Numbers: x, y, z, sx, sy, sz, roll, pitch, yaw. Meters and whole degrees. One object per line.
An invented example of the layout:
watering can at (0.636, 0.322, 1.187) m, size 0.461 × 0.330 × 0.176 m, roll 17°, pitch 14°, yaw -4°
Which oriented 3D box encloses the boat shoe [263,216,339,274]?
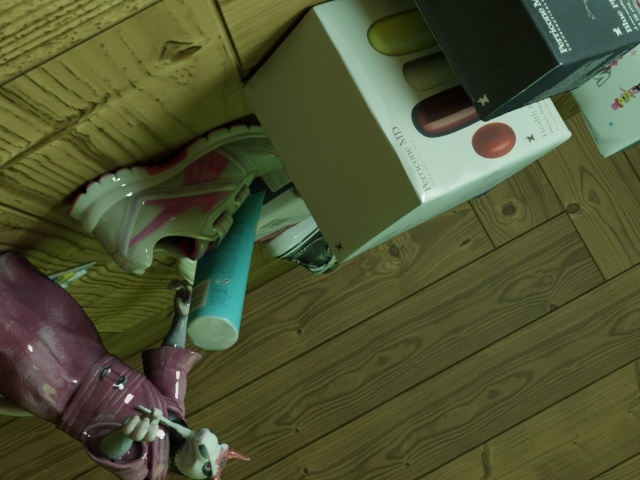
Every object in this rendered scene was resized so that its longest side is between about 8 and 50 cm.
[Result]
boat shoe at (0.000, 0.000, 1.830) m, size 0.121 × 0.119 × 0.335 m, roll -32°, pitch 179°, yaw 18°

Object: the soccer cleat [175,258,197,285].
soccer cleat at (-0.202, 0.070, 1.738) m, size 0.068 × 0.076 × 0.196 m, roll -16°, pitch 156°, yaw -5°

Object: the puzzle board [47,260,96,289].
puzzle board at (-0.377, 0.069, 1.388) m, size 0.128 × 0.011 × 0.096 m, roll -31°, pitch 174°, yaw 34°

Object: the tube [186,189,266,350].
tube at (-0.104, 0.022, 1.085) m, size 0.080 × 0.052 × 0.207 m, roll -11°, pitch -138°, yaw 15°

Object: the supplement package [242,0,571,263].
supplement package at (0.078, -0.120, 0.933) m, size 0.203 × 0.194 × 0.149 m, roll -26°, pitch 173°, yaw -35°

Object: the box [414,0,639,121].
box at (0.170, -0.200, 0.844) m, size 0.158 × 0.156 × 0.093 m, roll -23°, pitch 172°, yaw -43°

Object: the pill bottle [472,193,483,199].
pill bottle at (0.272, -0.158, 1.838) m, size 0.152 × 0.152 × 0.272 m, roll -27°, pitch 175°, yaw -16°

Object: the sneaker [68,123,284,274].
sneaker at (-0.132, -0.039, 1.071) m, size 0.252 × 0.111 × 0.103 m, roll -26°, pitch 175°, yaw -25°

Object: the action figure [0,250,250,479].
action figure at (-0.249, 0.174, 1.072) m, size 0.276 × 0.370 × 0.248 m, roll -54°, pitch 178°, yaw 26°

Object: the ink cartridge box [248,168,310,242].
ink cartridge box at (-0.022, -0.089, 1.225) m, size 0.237 × 0.100 × 0.172 m, roll -30°, pitch 175°, yaw 23°

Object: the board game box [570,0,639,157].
board game box at (0.341, -0.224, 1.152) m, size 0.097 × 0.224 × 0.303 m, roll -30°, pitch 175°, yaw 30°
